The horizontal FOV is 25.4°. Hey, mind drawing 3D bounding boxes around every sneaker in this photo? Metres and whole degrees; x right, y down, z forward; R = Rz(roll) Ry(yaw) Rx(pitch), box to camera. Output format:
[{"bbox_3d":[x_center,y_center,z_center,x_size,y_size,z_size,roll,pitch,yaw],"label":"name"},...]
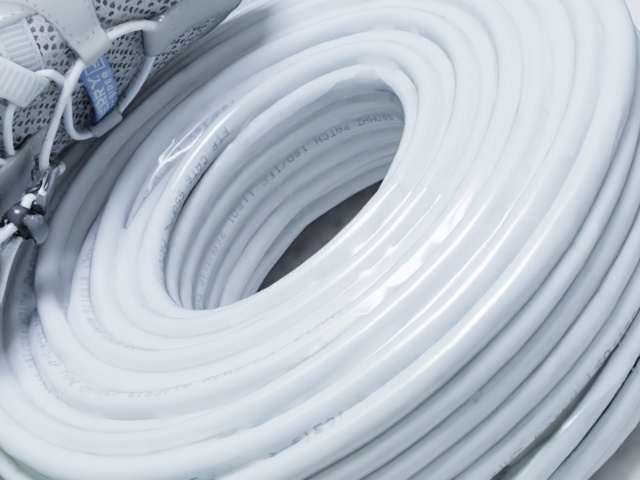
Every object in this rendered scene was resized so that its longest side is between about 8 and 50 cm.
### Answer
[{"bbox_3d":[-0.123,-0.016,0.469,0.281,0.105,0.115,-39,67,-11],"label":"sneaker"}]

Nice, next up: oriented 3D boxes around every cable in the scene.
[{"bbox_3d":[0.000,0.000,0.474,0.257,0.089,0.257,-45,34,-11],"label":"cable"}]

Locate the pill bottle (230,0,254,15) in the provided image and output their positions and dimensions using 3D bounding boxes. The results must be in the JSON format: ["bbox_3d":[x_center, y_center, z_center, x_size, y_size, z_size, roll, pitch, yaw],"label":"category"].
[{"bbox_3d":[-0.109,-0.052,0.619,0.180,0.108,0.108,-42,34,-5],"label":"pill bottle"}]
